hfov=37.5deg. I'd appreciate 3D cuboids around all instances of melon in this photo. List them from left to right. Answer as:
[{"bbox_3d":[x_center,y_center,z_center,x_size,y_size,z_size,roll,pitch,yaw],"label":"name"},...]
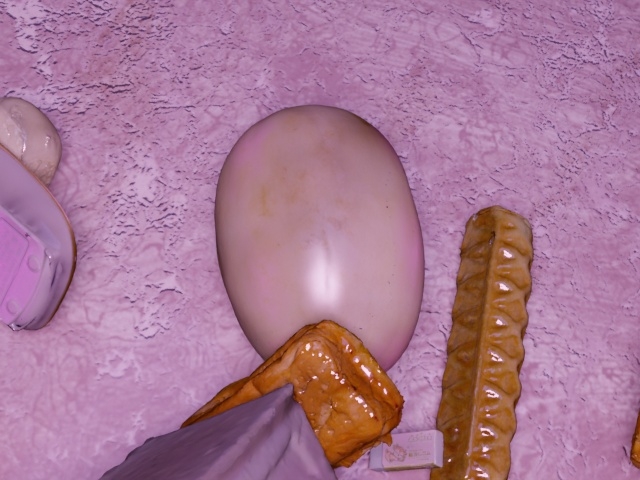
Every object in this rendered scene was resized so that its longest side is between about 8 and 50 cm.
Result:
[{"bbox_3d":[0.000,0.000,1.013,0.223,0.223,0.317,-7,65,-10],"label":"melon"}]

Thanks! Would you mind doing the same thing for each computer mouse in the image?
[{"bbox_3d":[-0.384,-0.035,1.018,0.310,0.158,0.072,38,28,10],"label":"computer mouse"}]

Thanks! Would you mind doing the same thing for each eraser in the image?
[{"bbox_3d":[0.090,0.224,1.001,0.083,0.019,0.038,-15,60,34],"label":"eraser"}]

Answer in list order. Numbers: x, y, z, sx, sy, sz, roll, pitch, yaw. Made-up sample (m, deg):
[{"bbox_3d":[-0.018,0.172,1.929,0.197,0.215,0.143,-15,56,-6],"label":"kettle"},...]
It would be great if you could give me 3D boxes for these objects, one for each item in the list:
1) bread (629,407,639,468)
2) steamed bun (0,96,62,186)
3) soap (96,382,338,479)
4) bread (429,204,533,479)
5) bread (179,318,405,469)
[{"bbox_3d":[0.417,0.167,0.990,0.120,0.236,0.198,23,20,33],"label":"bread"},{"bbox_3d":[-0.355,-0.104,1.082,0.112,0.130,0.091,45,25,13],"label":"steamed bun"},{"bbox_3d":[-0.056,0.376,0.724,0.213,0.350,0.435,-27,89,20],"label":"soap"},{"bbox_3d":[0.184,0.125,1.058,0.084,0.077,0.367,15,63,-4],"label":"bread"},{"bbox_3d":[-0.042,0.189,0.908,0.139,0.271,0.077,50,33,4],"label":"bread"}]
